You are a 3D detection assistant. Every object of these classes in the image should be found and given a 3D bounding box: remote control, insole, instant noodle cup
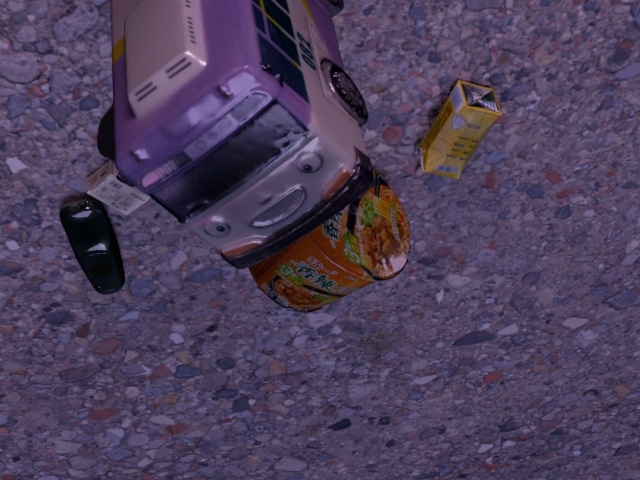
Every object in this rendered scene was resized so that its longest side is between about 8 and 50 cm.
[{"bbox_3d":[-0.364,0.013,1.725,0.072,0.042,0.222,-12,141,-4],"label":"remote control"},{"bbox_3d":[-0.278,-0.184,1.542,0.064,0.004,0.188,12,135,-27],"label":"insole"},{"bbox_3d":[0.000,0.000,1.680,0.230,0.230,0.182,19,140,-32],"label":"instant noodle cup"}]

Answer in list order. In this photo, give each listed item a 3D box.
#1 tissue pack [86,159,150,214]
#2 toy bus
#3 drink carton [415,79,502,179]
[{"bbox_3d":[-0.308,-0.080,1.629,0.062,0.042,0.083,-35,136,23],"label":"tissue pack"},{"bbox_3d":[-0.106,-0.213,1.213,0.209,0.440,0.249,-32,135,23],"label":"toy bus"},{"bbox_3d":[0.200,-0.151,1.654,0.084,0.074,0.200,8,135,-22],"label":"drink carton"}]
